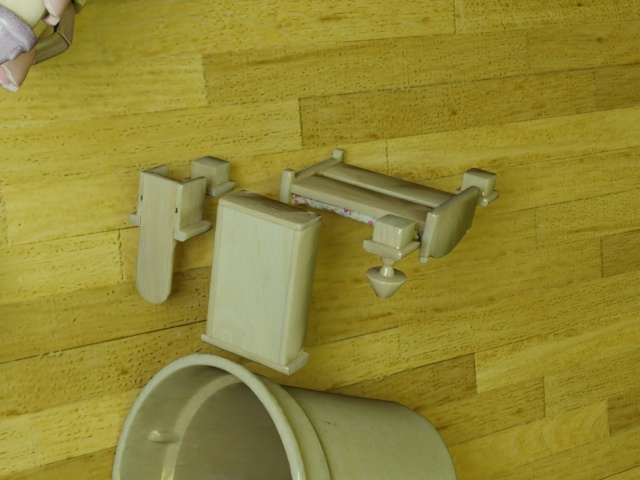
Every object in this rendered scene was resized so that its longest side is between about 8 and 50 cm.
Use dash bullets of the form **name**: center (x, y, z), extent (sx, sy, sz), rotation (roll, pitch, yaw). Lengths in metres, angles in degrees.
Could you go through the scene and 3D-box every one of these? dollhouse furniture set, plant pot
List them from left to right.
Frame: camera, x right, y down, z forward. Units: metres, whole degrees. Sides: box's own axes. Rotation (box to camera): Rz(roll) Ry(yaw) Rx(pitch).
- **plant pot**: center (-0.018, 0.298, 1.271), extent (0.305, 0.333, 0.334), rotation (6, 93, -43)
- **dollhouse furniture set**: center (0.000, 0.000, 1.325), extent (0.355, 0.303, 0.174), rotation (-27, 130, -56)

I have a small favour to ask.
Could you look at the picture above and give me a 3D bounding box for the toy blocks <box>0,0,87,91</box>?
- **toy blocks**: center (-0.367, -0.230, 0.981), extent (0.288, 0.309, 0.260), rotation (34, 75, -14)
